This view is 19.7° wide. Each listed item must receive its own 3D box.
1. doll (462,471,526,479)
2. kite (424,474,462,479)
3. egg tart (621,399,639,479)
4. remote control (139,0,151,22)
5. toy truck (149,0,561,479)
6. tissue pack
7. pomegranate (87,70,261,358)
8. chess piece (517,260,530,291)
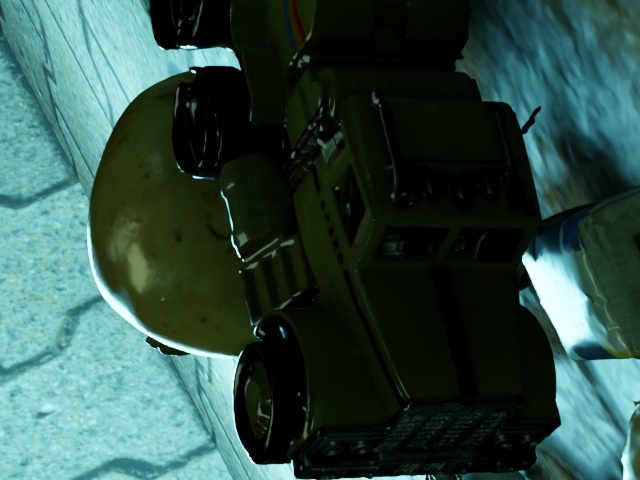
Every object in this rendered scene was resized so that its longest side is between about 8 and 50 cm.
[{"bbox_3d":[0.124,0.291,1.047,0.423,0.161,0.348,-131,41,-58],"label":"doll"},{"bbox_3d":[0.074,0.146,1.068,0.122,0.004,0.090,-99,30,-48],"label":"kite"},{"bbox_3d":[0.165,0.086,0.413,0.319,0.128,0.319,57,167,21],"label":"egg tart"},{"bbox_3d":[-0.097,-0.210,1.167,0.140,0.056,0.296,63,170,-4],"label":"remote control"},{"bbox_3d":[0.022,-0.034,0.727,0.127,0.127,0.257,132,132,-55],"label":"toy truck"},{"bbox_3d":[0.112,0.015,0.720,0.062,0.042,0.083,64,170,-1],"label":"tissue pack"},{"bbox_3d":[-0.069,-0.004,1.170,0.196,0.196,0.196,60,169,20],"label":"pomegranate"},{"bbox_3d":[0.076,0.039,0.929,0.060,0.060,0.172,59,171,26],"label":"chess piece"}]
